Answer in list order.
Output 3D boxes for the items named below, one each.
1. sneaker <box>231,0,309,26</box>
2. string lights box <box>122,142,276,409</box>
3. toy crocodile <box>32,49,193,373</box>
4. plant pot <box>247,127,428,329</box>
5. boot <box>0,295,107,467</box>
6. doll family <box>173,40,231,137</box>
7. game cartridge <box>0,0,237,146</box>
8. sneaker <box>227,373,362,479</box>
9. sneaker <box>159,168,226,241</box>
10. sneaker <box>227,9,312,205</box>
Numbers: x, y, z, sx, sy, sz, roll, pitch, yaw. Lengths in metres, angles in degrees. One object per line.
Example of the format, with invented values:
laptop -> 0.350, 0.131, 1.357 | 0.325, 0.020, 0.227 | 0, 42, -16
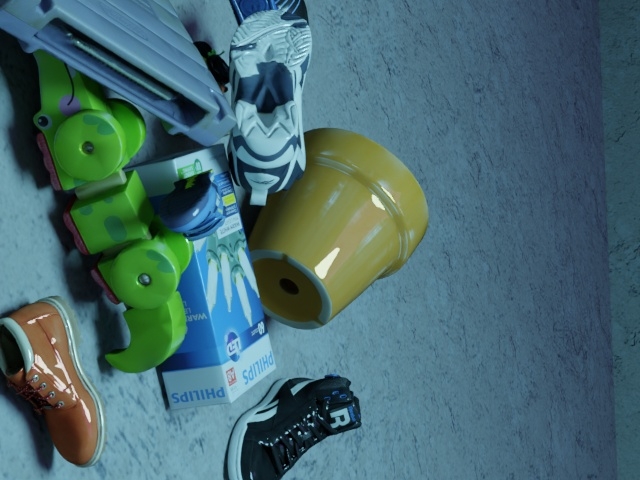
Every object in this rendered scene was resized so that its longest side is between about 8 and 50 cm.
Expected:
sneaker -> -0.069, -0.323, 1.774 | 0.090, 0.081, 0.232 | -59, 141, -60
string lights box -> -0.132, 0.036, 1.484 | 0.133, 0.076, 0.260 | -31, 110, -67
toy crocodile -> -0.205, -0.036, 1.333 | 0.115, 0.105, 0.341 | -81, 152, -72
plant pot -> 0.000, 0.000, 1.679 | 0.188, 0.205, 0.205 | -54, 132, -37
boot -> -0.244, 0.133, 1.229 | 0.084, 0.059, 0.158 | -18, 90, -63
doll family -> -0.121, -0.180, 1.607 | 0.193, 0.076, 0.111 | -4, 80, -71
game cartridge -> -0.226, -0.230, 1.291 | 0.230, 0.068, 0.355 | 55, 13, 27
sneaker -> -0.020, 0.217, 1.610 | 0.079, 0.121, 0.217 | 70, 26, -20
sneaker -> -0.117, -0.027, 1.337 | 0.144, 0.053, 0.059 | -72, 145, -74
sneaker -> -0.061, -0.139, 1.559 | 0.153, 0.094, 0.235 | 101, -12, -48
